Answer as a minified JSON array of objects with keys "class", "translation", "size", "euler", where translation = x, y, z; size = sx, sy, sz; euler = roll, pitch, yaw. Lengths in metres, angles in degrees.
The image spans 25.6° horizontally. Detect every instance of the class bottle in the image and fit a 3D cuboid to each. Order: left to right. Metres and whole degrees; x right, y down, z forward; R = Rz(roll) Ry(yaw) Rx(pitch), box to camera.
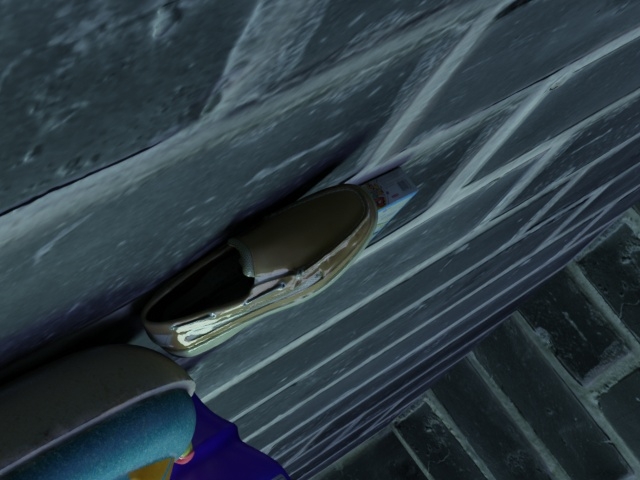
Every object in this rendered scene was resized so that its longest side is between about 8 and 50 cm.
[{"class":"bottle","translation":[-0.075,0.254,1.290],"size":[0.118,0.283,0.092],"euler":[-32,168,-26]}]

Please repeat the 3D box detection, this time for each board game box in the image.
[{"class":"board game box","translation":[0.000,0.000,1.151],"size":[0.154,0.026,0.103],"euler":[-26,165,-45]}]

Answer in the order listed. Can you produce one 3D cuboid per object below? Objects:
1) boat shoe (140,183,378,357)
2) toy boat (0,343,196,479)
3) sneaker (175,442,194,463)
[{"class":"boat shoe","translation":[-0.043,0.018,1.007],"size":[0.190,0.068,0.072],"euler":[-37,157,-1]},{"class":"toy boat","translation":[-0.210,0.205,1.030],"size":[0.267,0.148,0.318],"euler":[-26,164,-46]},{"class":"sneaker","translation":[-0.199,0.202,1.195],"size":[0.208,0.094,0.081],"euler":[-33,170,-11]}]
